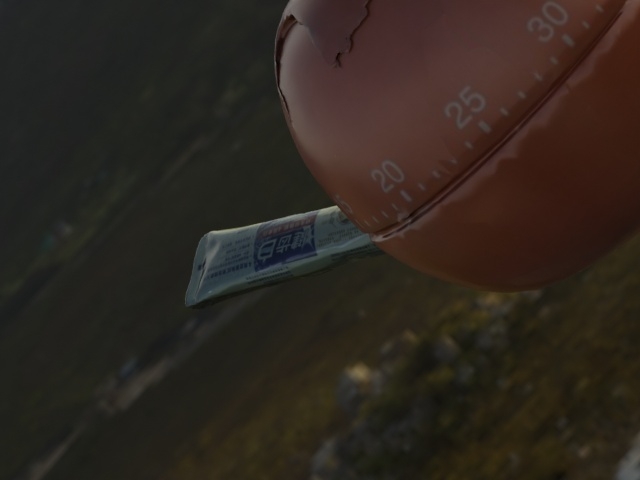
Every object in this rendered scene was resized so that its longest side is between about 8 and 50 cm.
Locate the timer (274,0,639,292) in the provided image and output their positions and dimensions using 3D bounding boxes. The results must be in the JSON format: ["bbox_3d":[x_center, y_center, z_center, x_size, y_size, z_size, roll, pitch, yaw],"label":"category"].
[{"bbox_3d":[0.095,-0.094,1.030,0.229,0.215,0.229,-40,11,9],"label":"timer"}]

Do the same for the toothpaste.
[{"bbox_3d":[0.000,0.000,1.318,0.233,0.038,0.060,-14,58,35],"label":"toothpaste"}]
